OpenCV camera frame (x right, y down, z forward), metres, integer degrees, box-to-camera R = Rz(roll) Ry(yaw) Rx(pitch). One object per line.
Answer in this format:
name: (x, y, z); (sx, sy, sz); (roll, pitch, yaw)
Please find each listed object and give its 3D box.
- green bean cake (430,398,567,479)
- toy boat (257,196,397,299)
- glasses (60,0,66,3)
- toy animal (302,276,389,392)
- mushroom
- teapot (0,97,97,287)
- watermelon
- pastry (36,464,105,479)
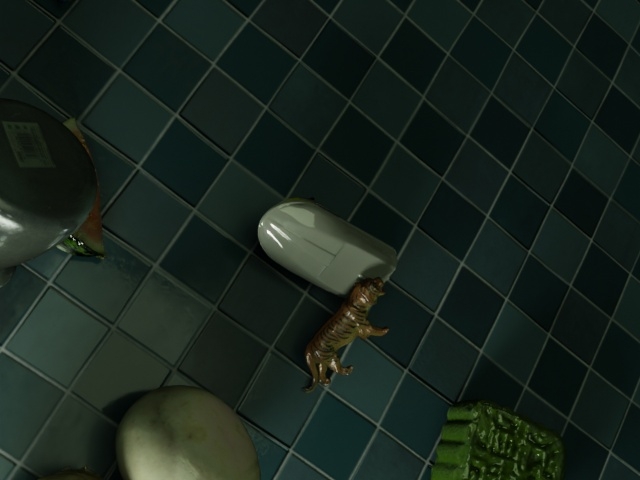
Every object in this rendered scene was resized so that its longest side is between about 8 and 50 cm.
green bean cake: (0.337, 0.432, 1.593); (0.248, 0.125, 0.222); (25, 69, -19)
toy boat: (0.006, 0.006, 1.525); (0.269, 0.140, 0.141); (33, 67, -20)
glasses: (-0.419, -0.520, 1.477); (0.206, 0.102, 0.239); (-6, 79, -54)
toy animal: (0.040, 0.169, 1.514); (0.241, 0.057, 0.099); (-47, 111, 1)
mushroom: (-0.211, 0.346, 1.319); (0.246, 0.202, 0.246); (37, 28, -24)
teapot: (-0.510, -0.068, 1.231); (0.305, 0.285, 0.223); (45, 33, -7)
watermelon: (-0.414, -0.083, 1.390); (0.119, 0.063, 0.245); (-6, 76, -45)
pastry: (-0.350, 0.461, 1.243); (0.256, 0.170, 0.237); (44, 97, -5)
